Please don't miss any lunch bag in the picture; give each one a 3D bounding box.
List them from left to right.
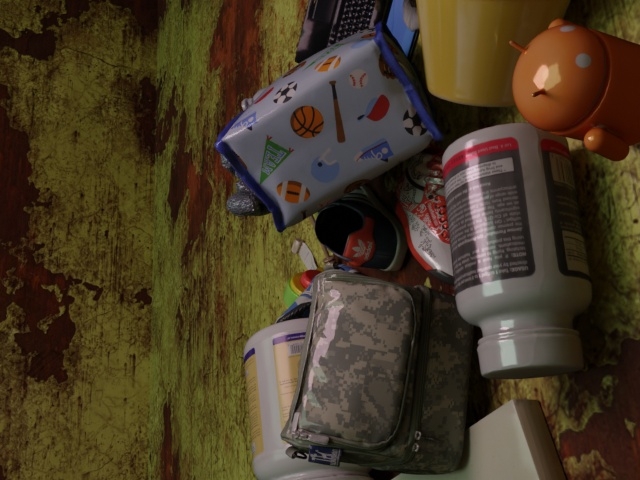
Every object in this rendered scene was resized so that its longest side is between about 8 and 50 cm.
[{"bbox_3d":[0.029,-0.221,1.293,0.328,0.239,0.385,-28,20,13],"label":"lunch bag"},{"bbox_3d":[0.082,0.211,1.147,0.212,0.256,0.305,147,137,-63],"label":"lunch bag"}]

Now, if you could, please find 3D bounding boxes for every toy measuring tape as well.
[{"bbox_3d":[-0.045,0.090,1.654,0.330,0.121,0.121,59,135,51],"label":"toy measuring tape"}]

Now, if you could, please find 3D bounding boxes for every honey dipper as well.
[{"bbox_3d":[0.000,0.000,1.588,0.030,0.030,0.161,1,117,64],"label":"honey dipper"}]

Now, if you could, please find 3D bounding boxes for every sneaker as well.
[{"bbox_3d":[-0.004,0.127,1.509,0.080,0.211,0.081,62,171,-33],"label":"sneaker"},{"bbox_3d":[0.040,-0.047,1.475,0.350,0.148,0.131,39,119,60],"label":"sneaker"},{"bbox_3d":[0.203,-0.055,1.214,0.270,0.090,0.145,-113,36,-49],"label":"sneaker"}]

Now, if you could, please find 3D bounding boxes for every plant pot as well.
[{"bbox_3d":[0.245,-0.332,1.052,0.254,0.254,0.239,-128,35,-55],"label":"plant pot"}]

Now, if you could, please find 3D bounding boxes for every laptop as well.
[{"bbox_3d":[0.080,-0.451,1.501,0.136,0.264,0.234,-45,-29,-72],"label":"laptop"}]

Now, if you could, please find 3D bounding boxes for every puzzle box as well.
[{"bbox_3d":[0.227,0.445,1.092,0.409,0.052,0.272,-53,40,46],"label":"puzzle box"}]

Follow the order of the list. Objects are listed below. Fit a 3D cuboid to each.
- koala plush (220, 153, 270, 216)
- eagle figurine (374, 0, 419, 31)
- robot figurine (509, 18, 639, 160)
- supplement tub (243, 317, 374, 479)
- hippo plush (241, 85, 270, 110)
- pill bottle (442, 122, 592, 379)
[{"bbox_3d":[-0.102,-0.171,1.806,0.221,0.203,0.196,-23,71,37],"label":"koala plush"},{"bbox_3d":[0.206,-0.516,1.249,0.226,0.298,0.225,64,-165,-8],"label":"eagle figurine"},{"bbox_3d":[0.322,-0.180,0.858,0.128,0.219,0.158,26,106,63],"label":"robot figurine"},{"bbox_3d":[-0.019,0.342,1.401,0.241,0.241,0.331,-47,44,50],"label":"supplement tub"},{"bbox_3d":[-0.084,-0.219,1.584,0.236,0.234,0.294,42,138,8],"label":"hippo plush"},{"bbox_3d":[0.265,0.019,0.976,0.176,0.176,0.318,-33,55,57],"label":"pill bottle"}]
